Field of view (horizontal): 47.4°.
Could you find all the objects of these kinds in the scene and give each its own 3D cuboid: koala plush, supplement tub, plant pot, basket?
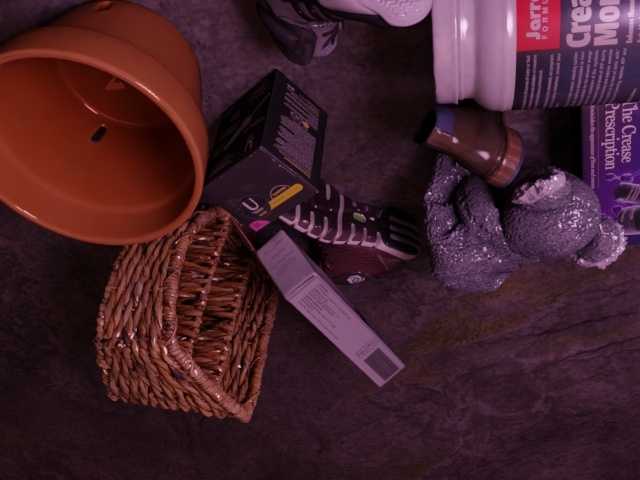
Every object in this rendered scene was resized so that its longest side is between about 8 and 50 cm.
[{"bbox_3d":[0.260,-0.026,0.931,0.196,0.203,0.221,39,156,-31],"label":"koala plush"},{"bbox_3d":[0.256,-0.236,0.768,0.272,0.191,0.191,-2,136,10],"label":"supplement tub"},{"bbox_3d":[-0.271,-0.165,0.915,0.291,0.203,0.291,4,137,4],"label":"plant pot"},{"bbox_3d":[-0.183,0.087,1.098,0.223,0.299,0.213,9,135,3],"label":"basket"}]

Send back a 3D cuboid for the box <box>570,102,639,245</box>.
[{"bbox_3d":[0.423,-0.118,0.934,0.184,0.103,0.261,-9,134,14],"label":"box"}]

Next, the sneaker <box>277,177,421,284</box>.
[{"bbox_3d":[0.000,0.000,1.121,0.281,0.106,0.162,23,138,-15],"label":"sneaker"}]

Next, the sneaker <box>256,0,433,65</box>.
[{"bbox_3d":[0.017,-0.259,0.796,0.268,0.101,0.153,33,160,31],"label":"sneaker"}]

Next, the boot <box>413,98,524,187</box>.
[{"bbox_3d":[0.161,-0.145,0.864,0.106,0.219,0.082,21,114,-15],"label":"boot"}]

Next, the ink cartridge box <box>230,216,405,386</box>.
[{"bbox_3d":[-0.004,0.080,1.137,0.060,0.239,0.275,-41,130,2],"label":"ink cartridge box"}]

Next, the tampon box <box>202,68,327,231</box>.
[{"bbox_3d":[-0.070,-0.118,0.963,0.120,0.161,0.101,-30,126,34],"label":"tampon box"}]
